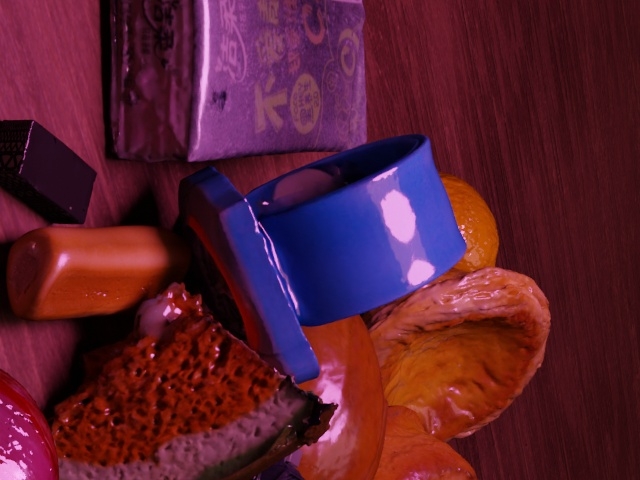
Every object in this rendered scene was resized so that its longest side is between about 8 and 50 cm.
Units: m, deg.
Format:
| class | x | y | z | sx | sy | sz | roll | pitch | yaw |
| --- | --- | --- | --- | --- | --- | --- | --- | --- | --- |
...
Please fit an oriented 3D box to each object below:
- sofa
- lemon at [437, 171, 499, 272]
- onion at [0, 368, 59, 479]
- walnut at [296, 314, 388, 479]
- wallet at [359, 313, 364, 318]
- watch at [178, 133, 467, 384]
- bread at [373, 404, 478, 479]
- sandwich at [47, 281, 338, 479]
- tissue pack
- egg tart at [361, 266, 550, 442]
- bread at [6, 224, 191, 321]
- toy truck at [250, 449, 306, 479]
| class | x | y | z | sx | sy | sz | roll | pitch | yaw |
| --- | --- | --- | --- | --- | --- | --- | --- | --- | --- |
| sofa | -0.261 | -0.064 | 1.563 | 0.118 | 0.039 | 0.060 | 44 | 54 | -56 |
| lemon | 0.153 | 0.000 | 2.223 | 0.193 | 0.180 | 0.180 | -143 | -133 | -73 |
| onion | -0.311 | 0.210 | 1.218 | 0.276 | 0.276 | 0.276 | -6 | 96 | -63 |
| walnut | -0.027 | 0.166 | 1.870 | 0.209 | 0.209 | 0.336 | 53 | 38 | -51 |
| wallet | 0.010 | 0.142 | 2.104 | 0.247 | 0.041 | 0.323 | -17 | 112 | -62 |
| watch | 0.000 | 0.000 | 1.757 | 0.241 | 0.274 | 0.305 | 68 | -11 | -13 |
| bread | 0.063 | 0.357 | 2.021 | 0.312 | 0.172 | 0.312 | -26 | 128 | -38 |
| sandwich | -0.148 | 0.169 | 1.617 | 0.212 | 0.292 | 0.109 | 56 | 1 | 14 |
| tissue pack | -0.081 | -0.234 | 1.818 | 0.394 | 0.124 | 0.288 | -11 | 99 | -62 |
| egg tart | 0.145 | 0.135 | 2.116 | 0.319 | 0.319 | 0.128 | 56 | 4 | -49 |
| bread | -0.218 | 0.027 | 1.609 | 0.092 | 0.074 | 0.239 | -57 | 157 | 16 |
| toy truck | -0.110 | 0.217 | 1.705 | 0.083 | 0.192 | 0.092 | 51 | 52 | -70 |
